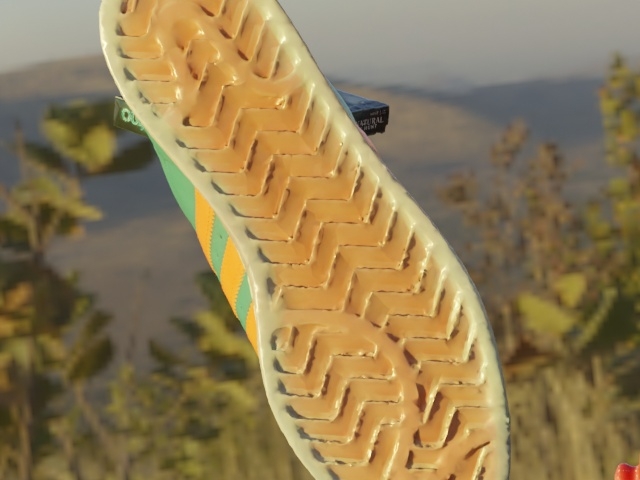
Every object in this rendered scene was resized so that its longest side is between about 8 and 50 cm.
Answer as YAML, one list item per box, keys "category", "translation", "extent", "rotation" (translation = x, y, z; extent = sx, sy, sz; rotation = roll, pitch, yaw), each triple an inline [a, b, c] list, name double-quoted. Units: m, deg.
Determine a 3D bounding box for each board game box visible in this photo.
- category: "board game box"
  translation: [-0.052, -0.099, 1.536]
  extent: [0.126, 0.026, 0.186]
  rotation: [20, 24, 38]

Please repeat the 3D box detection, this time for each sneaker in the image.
- category: "sneaker"
  translation: [0.000, 0.000, 0.911]
  extent: [0.108, 0.302, 0.121]
  rotation: [-27, -2, 3]

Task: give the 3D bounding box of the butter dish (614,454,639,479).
- category: "butter dish"
  translation: [0.292, 0.188, 1.543]
  extent: [0.118, 0.160, 0.160]
  rotation: [-8, 29, 21]
